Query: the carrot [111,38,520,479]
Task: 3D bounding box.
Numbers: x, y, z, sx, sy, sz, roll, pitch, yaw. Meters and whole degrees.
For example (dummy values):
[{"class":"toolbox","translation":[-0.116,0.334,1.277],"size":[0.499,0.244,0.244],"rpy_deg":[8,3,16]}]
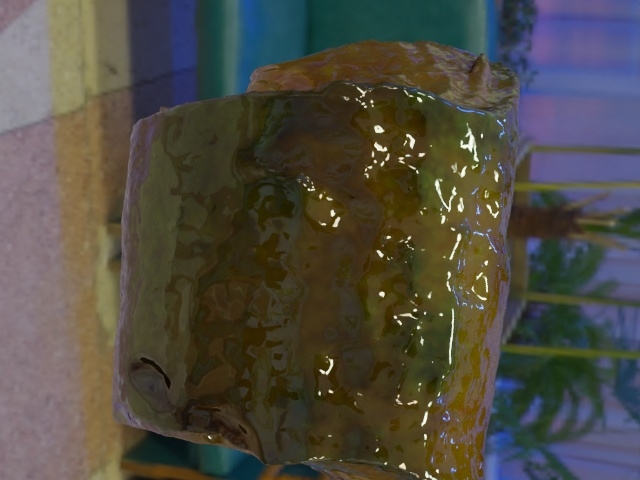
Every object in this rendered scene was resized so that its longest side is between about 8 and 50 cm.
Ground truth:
[{"class":"carrot","translation":[0.000,0.000,0.766],"size":[0.241,0.242,0.340],"rpy_deg":[38,55,-68]}]
